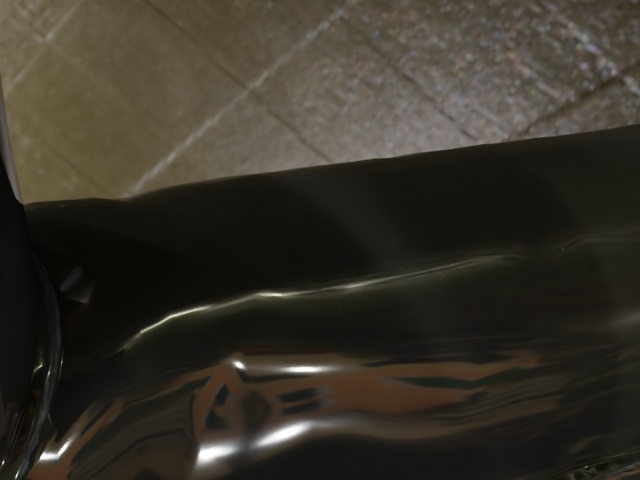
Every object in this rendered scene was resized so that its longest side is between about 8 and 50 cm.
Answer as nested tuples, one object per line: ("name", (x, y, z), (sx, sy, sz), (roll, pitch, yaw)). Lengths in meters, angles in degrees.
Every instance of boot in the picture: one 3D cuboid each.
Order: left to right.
("boot", (-0.001, 0.001, 0.434), (0.367, 0.445, 0.146), (-59, 45, 39))
